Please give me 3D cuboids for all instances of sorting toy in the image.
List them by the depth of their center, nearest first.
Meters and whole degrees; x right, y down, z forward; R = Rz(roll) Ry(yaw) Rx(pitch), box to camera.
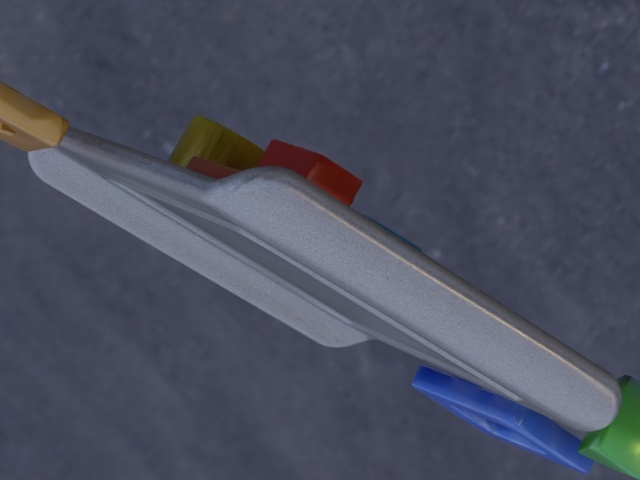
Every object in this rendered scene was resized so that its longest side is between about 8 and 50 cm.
[{"bbox_3d":[0.000,0.000,0.745,0.347,0.047,0.196,32,171,-29],"label":"sorting toy"}]
